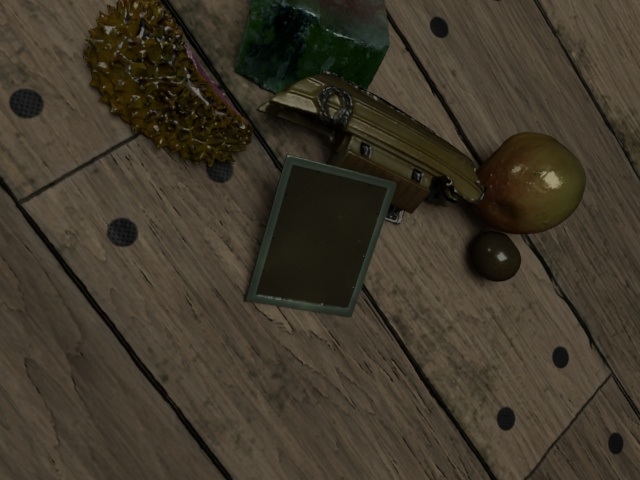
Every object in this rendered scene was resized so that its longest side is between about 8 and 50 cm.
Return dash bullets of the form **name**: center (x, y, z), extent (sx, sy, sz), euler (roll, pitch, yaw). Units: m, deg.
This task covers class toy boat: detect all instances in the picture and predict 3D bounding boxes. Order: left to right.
- **toy boat**: center (0.096, -0.163, 1.070), extent (0.446, 0.136, 0.162), euler (25, 79, -22)

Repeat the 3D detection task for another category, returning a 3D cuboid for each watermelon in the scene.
- **watermelon**: center (-0.007, -0.412, 1.058), extent (0.265, 0.151, 0.301), euler (14, 78, -21)

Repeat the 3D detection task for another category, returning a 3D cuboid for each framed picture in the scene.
- **framed picture**: center (0.000, 0.000, 1.025), extent (0.217, 0.017, 0.274), euler (14, 104, -21)

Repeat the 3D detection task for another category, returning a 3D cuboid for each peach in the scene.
- **peach**: center (0.400, -0.112, 1.168), extent (0.233, 0.232, 0.232), euler (3, 82, -23)

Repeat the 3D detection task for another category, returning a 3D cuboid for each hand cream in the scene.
- **hand cream**: center (0.096, -0.087, 1.128), extent (0.163, 0.039, 0.062), euler (24, 73, -25)

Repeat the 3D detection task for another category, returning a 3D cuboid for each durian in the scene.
- **durian**: center (-0.256, -0.259, 0.953), extent (0.191, 0.112, 0.341), euler (-40, 102, -25)

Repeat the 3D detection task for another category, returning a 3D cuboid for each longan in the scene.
- **longan**: center (0.362, 0.031, 1.195), extent (0.114, 0.092, 0.113), euler (12, 57, -18)
